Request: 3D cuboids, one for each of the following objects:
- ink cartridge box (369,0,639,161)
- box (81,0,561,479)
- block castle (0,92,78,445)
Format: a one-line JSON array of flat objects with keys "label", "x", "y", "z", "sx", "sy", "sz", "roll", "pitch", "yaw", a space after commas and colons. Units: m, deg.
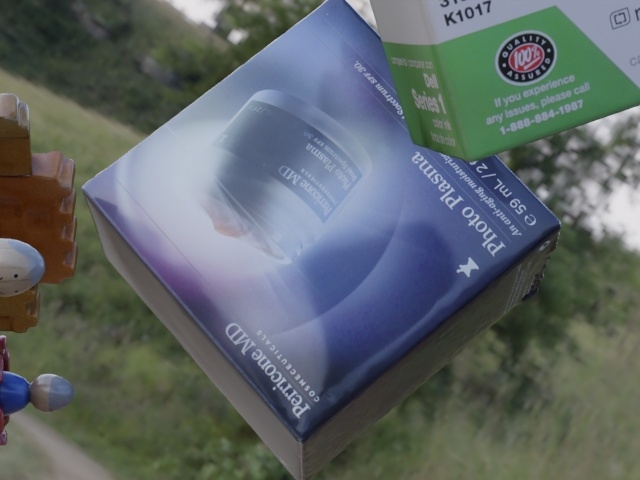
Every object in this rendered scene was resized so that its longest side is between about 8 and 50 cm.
[{"label": "ink cartridge box", "x": 0.114, "y": -0.206, "z": 0.792, "sx": 0.117, "sy": 0.201, "sz": 0.278, "roll": -140, "pitch": -149, "yaw": -76}, {"label": "box", "x": 0.000, "y": 0.000, "z": 1.342, "sx": 0.296, "sy": 0.294, "sz": 0.183, "roll": 47, "pitch": -13, "yaw": 16}, {"label": "block castle", "x": -0.264, "y": 0.064, "z": 0.968, "sx": 0.213, "sy": 0.303, "sz": 0.453, "roll": -1, "pitch": -43, "yaw": -7}]
